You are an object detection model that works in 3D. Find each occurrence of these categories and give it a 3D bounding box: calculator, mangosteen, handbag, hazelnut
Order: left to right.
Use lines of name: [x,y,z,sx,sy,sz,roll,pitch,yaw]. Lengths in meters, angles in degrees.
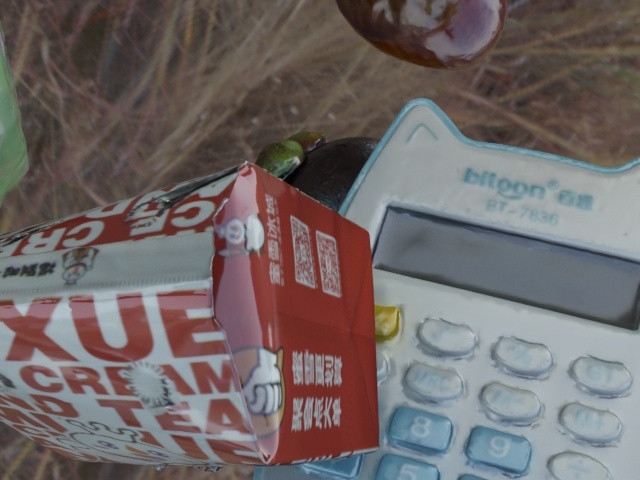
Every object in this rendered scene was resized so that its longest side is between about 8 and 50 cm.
handbag: [-0.081,0.051,0.599,0.298,0.171,0.151,21,65,-71]
mangosteen: [0.013,0.009,1.491,0.300,0.300,0.300,-15,124,-23]
hazelnut: [0.105,-0.258,1.160,0.178,0.204,0.178,-28,147,-20]
calculator: [0.099,0.099,0.738,0.054,0.256,0.386,74,32,-63]

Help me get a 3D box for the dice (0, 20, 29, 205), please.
dice: [-0.424,-0.164,0.949,0.330,0.318,0.322,-8,164,-12]
